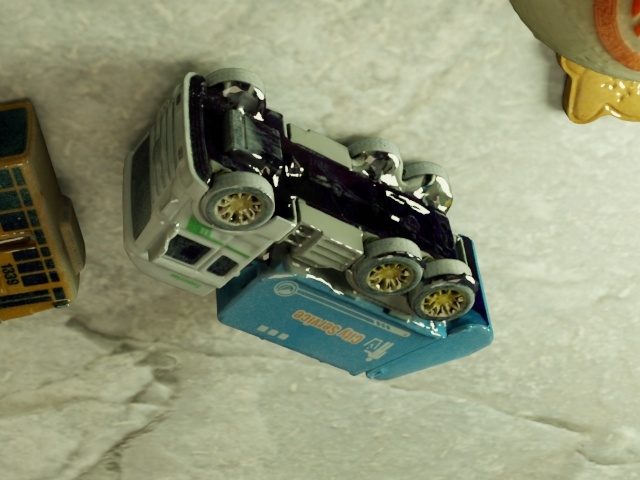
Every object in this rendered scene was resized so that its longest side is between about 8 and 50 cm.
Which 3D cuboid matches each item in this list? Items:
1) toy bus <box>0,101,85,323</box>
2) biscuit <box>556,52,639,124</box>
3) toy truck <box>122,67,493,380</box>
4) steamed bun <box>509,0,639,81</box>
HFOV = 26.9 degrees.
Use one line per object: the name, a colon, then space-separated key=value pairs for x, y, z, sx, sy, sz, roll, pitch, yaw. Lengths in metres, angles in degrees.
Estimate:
toy bus: x=-0.261 y=-0.021 z=1.127 sx=0.103 sy=0.091 sz=0.182 roll=-9 pitch=135 yaw=-1
biscuit: x=0.258 y=-0.142 z=1.155 sx=0.140 sy=0.023 sz=0.118 roll=25 pitch=125 yaw=-32
toy truck: x=0.000 y=0.000 z=1.162 sx=0.367 sy=0.146 sz=0.175 roll=26 pitch=130 yaw=-32
steamed bun: x=0.263 y=-0.225 z=0.954 sx=0.283 sy=0.177 sz=0.283 roll=-7 pitch=140 yaw=-6
